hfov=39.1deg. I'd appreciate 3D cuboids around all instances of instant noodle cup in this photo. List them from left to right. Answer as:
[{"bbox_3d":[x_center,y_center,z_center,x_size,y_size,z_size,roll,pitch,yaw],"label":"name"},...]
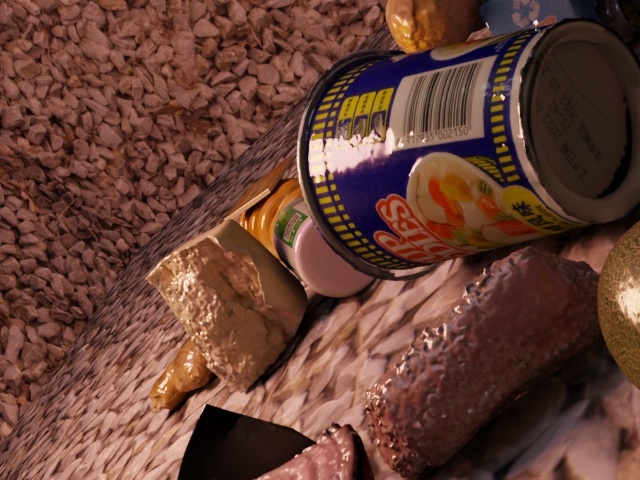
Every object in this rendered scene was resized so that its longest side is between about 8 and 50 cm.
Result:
[{"bbox_3d":[0.169,-0.103,0.954,0.312,0.284,0.284,-7,41,57],"label":"instant noodle cup"}]

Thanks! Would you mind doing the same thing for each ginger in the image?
[{"bbox_3d":[-0.180,0.175,1.564,0.334,0.081,0.148,-47,-2,-6],"label":"ginger"}]

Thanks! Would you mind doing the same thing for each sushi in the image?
[{"bbox_3d":[-0.116,0.313,0.947,0.109,0.134,0.273,134,160,-74],"label":"sushi"}]

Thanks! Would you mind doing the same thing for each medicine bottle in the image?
[{"bbox_3d":[0.000,0.000,1.387,0.133,0.133,0.274,-48,14,-4],"label":"medicine bottle"}]

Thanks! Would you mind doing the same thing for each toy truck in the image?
[{"bbox_3d":[0.345,-0.344,1.238,0.146,0.175,0.367,-33,16,40],"label":"toy truck"}]

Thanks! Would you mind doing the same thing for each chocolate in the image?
[{"bbox_3d":[0.189,-0.343,1.271,0.134,0.134,0.309,-37,6,35],"label":"chocolate"}]

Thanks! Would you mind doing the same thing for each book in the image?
[{"bbox_3d":[-0.117,-0.100,1.752,0.118,0.012,0.172,-34,13,26],"label":"book"}]

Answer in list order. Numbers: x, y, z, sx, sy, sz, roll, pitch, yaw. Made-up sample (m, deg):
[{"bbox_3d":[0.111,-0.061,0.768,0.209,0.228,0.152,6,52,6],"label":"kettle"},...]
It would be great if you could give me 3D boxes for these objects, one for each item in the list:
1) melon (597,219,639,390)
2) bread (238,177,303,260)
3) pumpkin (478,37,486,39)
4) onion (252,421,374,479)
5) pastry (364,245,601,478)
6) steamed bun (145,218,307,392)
[{"bbox_3d":[0.243,0.041,0.553,0.139,0.139,0.192,-44,15,12],"label":"melon"},{"bbox_3d":[-0.067,-0.047,1.735,0.173,0.121,0.311,-49,14,-14],"label":"bread"},{"bbox_3d":[0.201,-0.209,1.319,0.219,0.162,0.219,-39,15,12],"label":"pumpkin"},{"bbox_3d":[-0.043,0.298,0.745,0.250,0.111,0.247,-32,17,14],"label":"onion"},{"bbox_3d":[0.125,0.109,0.771,0.265,0.103,0.112,-49,-27,21],"label":"pastry"},{"bbox_3d":[-0.134,0.085,1.352,0.200,0.225,0.170,-52,15,-25],"label":"steamed bun"}]
